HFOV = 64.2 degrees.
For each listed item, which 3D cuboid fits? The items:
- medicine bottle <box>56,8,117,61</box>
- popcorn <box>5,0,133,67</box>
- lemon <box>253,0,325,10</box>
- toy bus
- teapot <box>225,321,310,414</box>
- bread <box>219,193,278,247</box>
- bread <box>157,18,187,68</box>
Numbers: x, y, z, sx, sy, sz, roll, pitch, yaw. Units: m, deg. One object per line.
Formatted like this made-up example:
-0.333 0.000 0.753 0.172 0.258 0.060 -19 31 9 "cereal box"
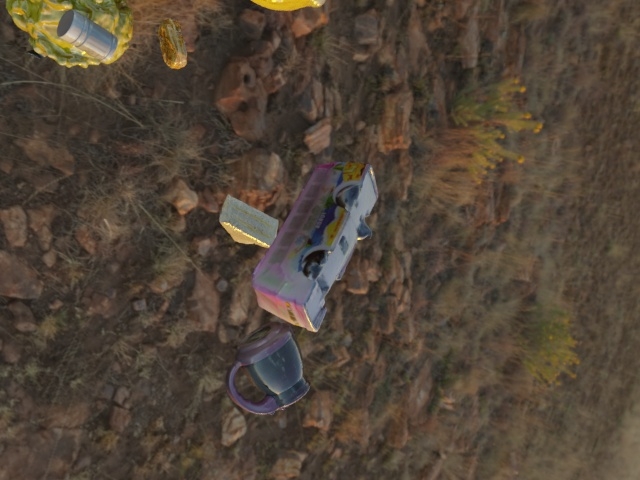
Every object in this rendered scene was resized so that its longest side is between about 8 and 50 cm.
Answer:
-0.439 -0.386 0.965 0.091 0.058 0.058 23 88 -53 "medicine bottle"
-0.542 -0.490 1.119 0.249 0.249 0.225 5 118 -51 "popcorn"
-0.088 -0.673 1.091 0.336 0.336 0.336 -24 123 -43 "lemon"
0.000 0.000 0.781 0.274 0.112 0.090 -62 151 -32 "toy bus"
-0.086 0.239 0.925 0.146 0.116 0.148 62 31 -9 "teapot"
-0.168 -0.044 1.218 0.152 0.105 0.077 72 28 -73 "bread"
-0.341 -0.456 1.185 0.044 0.083 0.111 -18 105 -30 "bread"
